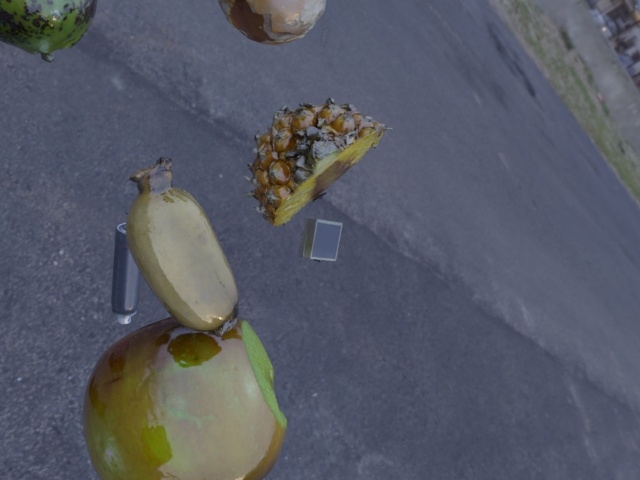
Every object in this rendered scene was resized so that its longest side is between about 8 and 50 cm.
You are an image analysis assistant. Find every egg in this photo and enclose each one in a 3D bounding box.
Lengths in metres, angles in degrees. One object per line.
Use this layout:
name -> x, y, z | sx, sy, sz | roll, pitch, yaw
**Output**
egg -> -0.087, -0.438, 1.093 | 0.195, 0.195, 0.233 | 21, 14, -48

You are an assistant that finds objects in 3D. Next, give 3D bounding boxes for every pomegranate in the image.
pomegranate -> -0.492, -0.463, 1.102 | 0.204, 0.222, 0.277 | 23, 77, -60

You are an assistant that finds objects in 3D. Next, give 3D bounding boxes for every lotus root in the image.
lotus root -> -0.223, 0.024, 1.008 | 0.146, 0.130, 0.303 | -139, -154, -73

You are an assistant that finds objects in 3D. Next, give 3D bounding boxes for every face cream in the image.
face cream -> -0.512, 0.093, 1.684 | 0.073, 0.284, 0.073 | 10, 24, -4

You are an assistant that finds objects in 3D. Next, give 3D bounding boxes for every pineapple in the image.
pineapple -> -0.043, -0.213, 1.292 | 0.209, 0.344, 0.286 | 49, 0, 9

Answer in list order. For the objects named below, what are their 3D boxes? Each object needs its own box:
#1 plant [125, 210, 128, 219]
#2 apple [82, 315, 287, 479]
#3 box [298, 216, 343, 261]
plant -> -0.464, -0.065, 1.979 | 0.251, 0.180, 0.333 | 42, 17, -18
apple -> -0.227, 0.318, 1.163 | 0.384, 0.374, 0.374 | 5, 60, -54
box -> 0.000, 0.000, 1.246 | 0.079, 0.035, 0.083 | 6, 94, -48
